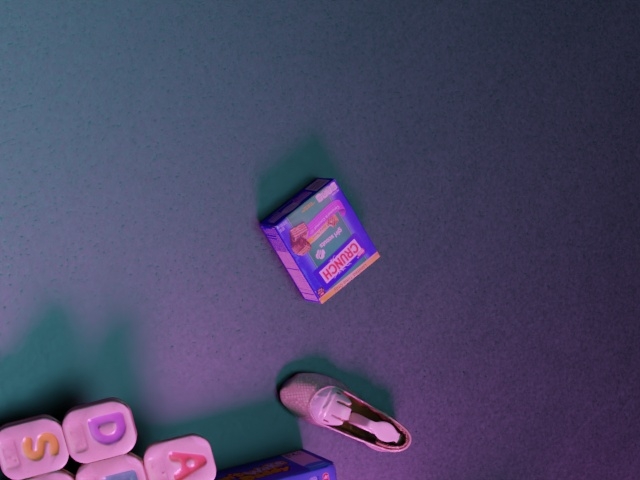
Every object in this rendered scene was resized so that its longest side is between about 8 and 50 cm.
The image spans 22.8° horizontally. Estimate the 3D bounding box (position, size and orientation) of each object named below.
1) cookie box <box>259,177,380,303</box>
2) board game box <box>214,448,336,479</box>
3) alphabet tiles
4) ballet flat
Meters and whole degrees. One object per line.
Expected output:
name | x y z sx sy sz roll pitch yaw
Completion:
cookie box | 0.000 0.000 1.739 0.092 0.040 0.107 -39 112 -20
board game box | -0.085 0.424 1.718 0.233 0.078 0.347 -10 100 -27
alphabet tiles | -0.229 0.306 1.597 0.277 0.021 0.284 -13 99 -2
ballet flat | 0.033 0.192 1.771 0.168 0.052 0.057 25 84 -27
